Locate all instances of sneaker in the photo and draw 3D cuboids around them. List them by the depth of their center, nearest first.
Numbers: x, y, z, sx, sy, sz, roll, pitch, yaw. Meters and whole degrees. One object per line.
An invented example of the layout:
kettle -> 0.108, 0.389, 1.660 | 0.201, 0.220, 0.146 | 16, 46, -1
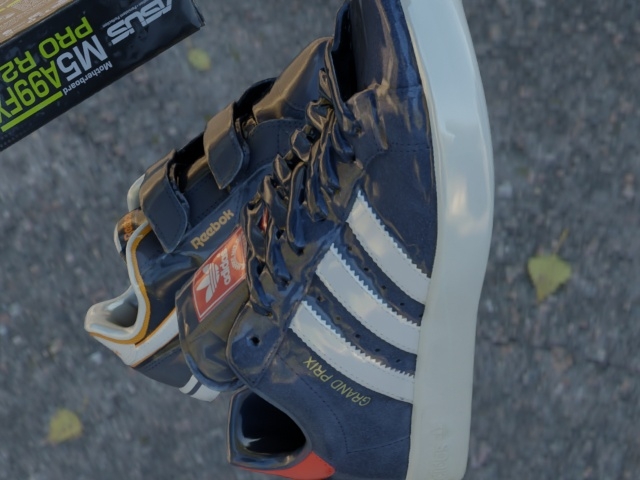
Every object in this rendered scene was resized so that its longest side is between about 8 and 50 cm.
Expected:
sneaker -> 0.000, 0.000, 0.787 | 0.148, 0.350, 0.131 | -3, 40, -2
sneaker -> -0.077, -0.026, 1.235 | 0.127, 0.321, 0.126 | 23, 21, -13

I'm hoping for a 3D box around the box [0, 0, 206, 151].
box -> -0.232, -0.108, 1.066 | 0.270, 0.060, 0.216 | -34, 23, -15
